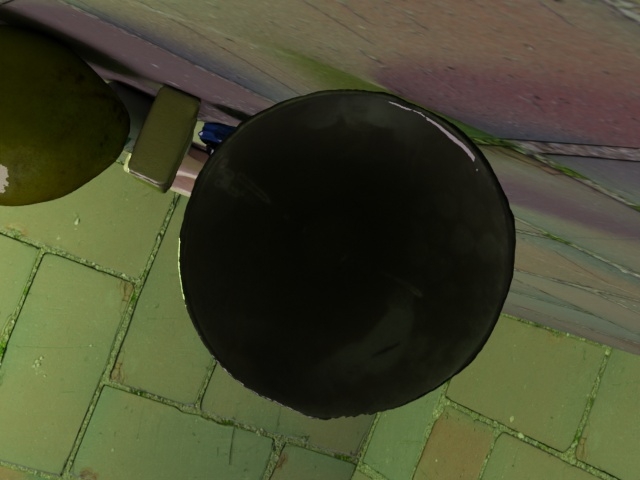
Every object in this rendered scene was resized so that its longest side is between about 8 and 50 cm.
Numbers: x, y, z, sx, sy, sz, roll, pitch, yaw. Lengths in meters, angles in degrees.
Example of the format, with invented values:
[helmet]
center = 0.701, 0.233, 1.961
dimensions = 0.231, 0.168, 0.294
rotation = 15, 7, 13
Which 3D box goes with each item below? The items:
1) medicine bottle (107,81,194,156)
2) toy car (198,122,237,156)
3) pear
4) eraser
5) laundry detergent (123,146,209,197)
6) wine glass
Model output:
[medicine bottle]
center = -0.243, -0.155, 1.510
dimensions = 0.130, 0.080, 0.080
rotation = 24, 176, -31
[toy car]
center = -0.055, -0.098, 1.374
dimensions = 0.216, 0.063, 0.103
rotation = 31, 172, -38
[pear]
center = -0.357, -0.142, 1.300
dimensions = 0.269, 0.212, 0.212
rotation = 4, -172, -36
[eraser]
center = -0.196, -0.123, 1.393
dimensions = 0.058, 0.117, 0.172
rotation = 22, 178, -7
[laundry detergent]
center = -0.183, -0.104, 1.999
dimensions = 0.335, 0.088, 0.159
rotation = 21, 177, -11
[wine glass]
center = 0.000, 0.000, 1.056
dimensions = 0.267, 0.267, 0.406
rotation = 22, -179, -7
